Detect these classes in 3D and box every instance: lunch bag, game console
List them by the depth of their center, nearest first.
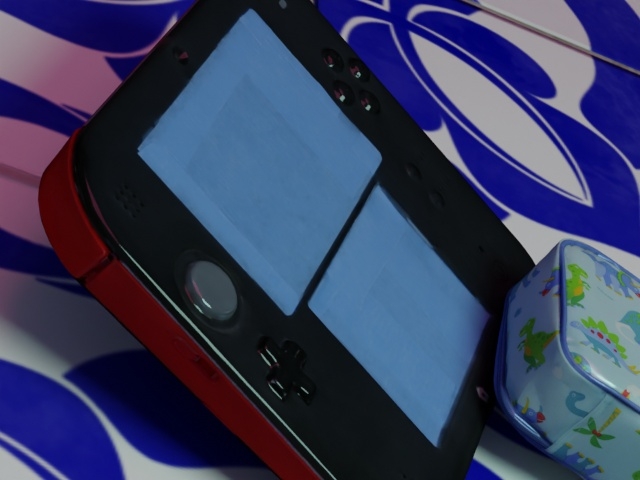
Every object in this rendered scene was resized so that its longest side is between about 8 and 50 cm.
[{"bbox_3d":[0.000,0.000,1.289,0.342,0.060,0.386,44,33,-9],"label":"game console"},{"bbox_3d":[0.226,0.107,1.348,0.219,0.090,0.176,33,33,-17],"label":"lunch bag"}]
